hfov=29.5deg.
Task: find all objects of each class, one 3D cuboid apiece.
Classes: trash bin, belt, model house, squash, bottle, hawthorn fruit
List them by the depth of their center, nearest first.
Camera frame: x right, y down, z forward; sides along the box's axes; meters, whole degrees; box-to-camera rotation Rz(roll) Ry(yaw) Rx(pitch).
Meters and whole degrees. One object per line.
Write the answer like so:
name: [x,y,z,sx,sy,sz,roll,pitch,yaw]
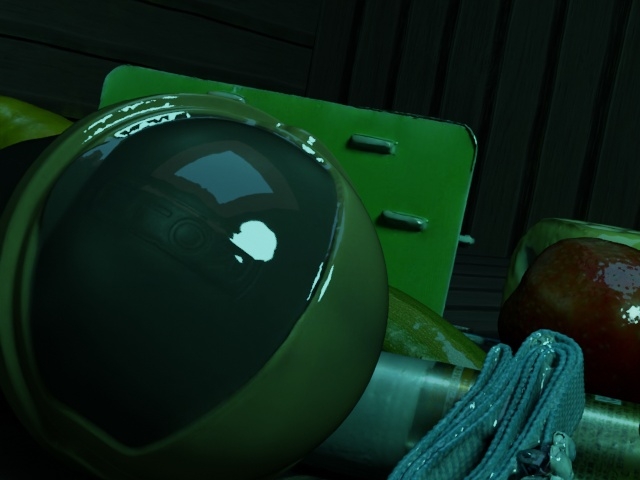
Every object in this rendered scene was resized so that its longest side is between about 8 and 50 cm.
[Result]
belt: [0.105,0.107,0.614,0.100,0.065,0.179,3,30,30]
trash bin: [-0.098,0.023,0.687,0.214,0.214,0.334,8,2,-31]
bottle: [0.127,0.125,0.721,0.286,0.082,0.082,12,4,11]
squash: [0.075,0.086,0.865,0.066,0.066,0.252,6,25,-43]
hawthorn fruit: [0.242,0.088,1.007,0.169,0.169,0.188,6,29,-41]
model house: [0.000,0.000,1.111,0.357,0.243,0.313,10,1,18]

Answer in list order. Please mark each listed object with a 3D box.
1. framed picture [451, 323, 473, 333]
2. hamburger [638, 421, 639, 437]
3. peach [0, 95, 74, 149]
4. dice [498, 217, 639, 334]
framed picture: [0.060,0.094,1.451,0.231,0.010,0.173,11,5,12]
hamburger: [0.213,0.115,0.502,0.116,0.173,0.210,-15,6,-4]
peach: [-0.266,-0.016,0.912,0.251,0.153,0.251,10,28,-6]
dice: [0.294,0.071,1.236,0.169,0.169,0.166,8,4,-24]
